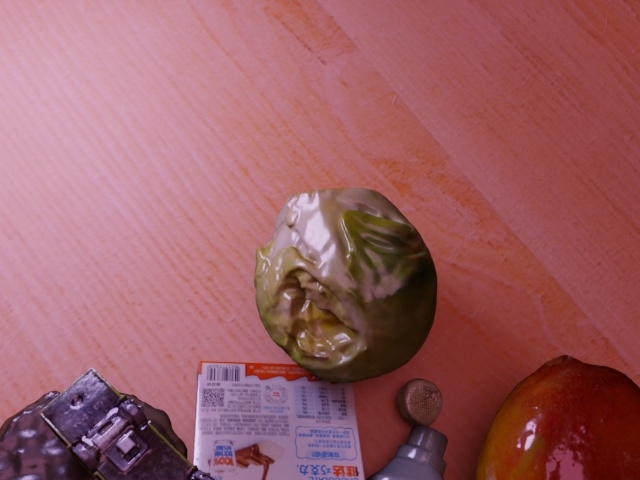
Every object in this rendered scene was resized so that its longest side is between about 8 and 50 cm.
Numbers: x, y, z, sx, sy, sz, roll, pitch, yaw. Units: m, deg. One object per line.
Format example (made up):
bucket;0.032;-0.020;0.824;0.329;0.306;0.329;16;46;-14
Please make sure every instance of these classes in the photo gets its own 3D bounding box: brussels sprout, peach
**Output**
brussels sprout;0.051;0.069;1.254;0.343;0.268;0.345;8;74;-31
peach;0.410;0.372;1.192;0.372;0.290;0.373;3;75;-12

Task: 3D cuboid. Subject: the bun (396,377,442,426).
bun;0.173;0.288;1.314;0.086;0.055;0.086;5;77;-20

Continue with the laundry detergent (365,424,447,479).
laundry detergent;0.130;0.500;1.181;0.263;0.125;0.398;24;63;2

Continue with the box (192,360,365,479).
box;-0.071;0.318;1.205;0.273;0.048;0.265;5;42;-9

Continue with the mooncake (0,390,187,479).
mooncake;-0.354;0.382;1.101;0.323;0.187;0.324;5;64;-10

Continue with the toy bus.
toy bus;-0.233;0.314;0.986;0.301;0.139;0.113;40;62;16
